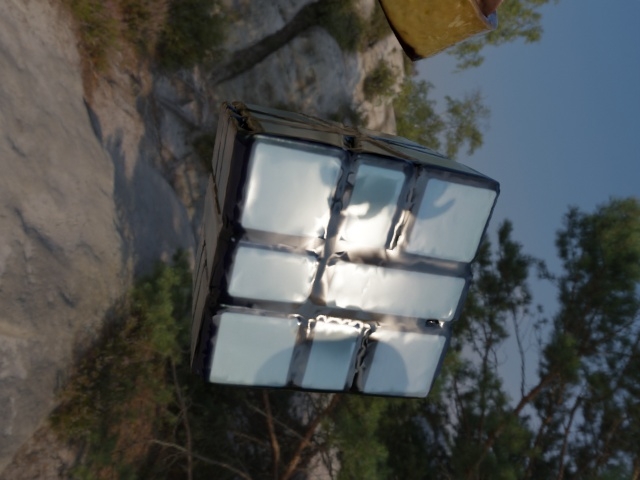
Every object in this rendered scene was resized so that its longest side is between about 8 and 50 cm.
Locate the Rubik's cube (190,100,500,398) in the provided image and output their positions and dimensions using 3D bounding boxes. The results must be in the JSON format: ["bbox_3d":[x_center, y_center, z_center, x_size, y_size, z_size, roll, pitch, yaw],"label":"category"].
[{"bbox_3d":[0.000,0.000,0.653,0.288,0.294,0.283,-117,-143,-66],"label":"Rubik's cube"}]

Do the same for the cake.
[{"bbox_3d":[0.147,-0.309,0.547,0.185,0.178,0.207,62,23,-19],"label":"cake"}]
